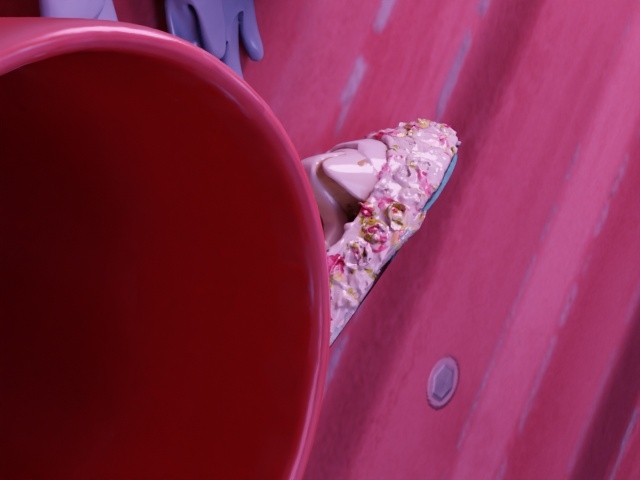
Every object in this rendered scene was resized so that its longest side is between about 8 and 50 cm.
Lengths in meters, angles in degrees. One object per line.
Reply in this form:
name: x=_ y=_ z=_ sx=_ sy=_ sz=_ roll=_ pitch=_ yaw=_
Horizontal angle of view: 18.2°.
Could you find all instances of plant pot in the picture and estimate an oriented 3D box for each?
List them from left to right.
plant pot: x=-0.172 y=0.033 z=0.749 sx=0.275 sy=0.243 sz=0.275 roll=-22 pitch=119 yaw=-46

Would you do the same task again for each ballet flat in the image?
ballet flat: x=0.000 y=0.000 z=1.146 sx=0.077 sy=0.091 sz=0.241 roll=48 pitch=57 yaw=-23

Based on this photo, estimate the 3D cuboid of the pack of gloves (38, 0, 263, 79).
pack of gloves: x=-0.098 y=-0.141 z=1.015 sx=0.195 sy=0.046 sz=0.232 roll=-44 pitch=137 yaw=-51
